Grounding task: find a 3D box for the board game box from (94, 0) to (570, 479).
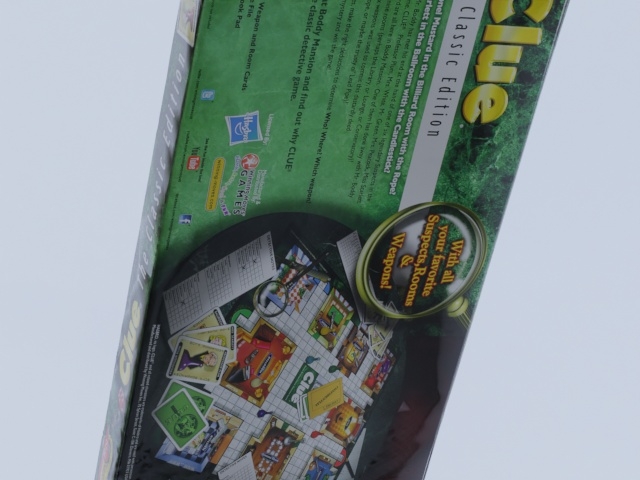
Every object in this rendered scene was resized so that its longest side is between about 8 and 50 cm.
[{"bbox_3d":[0.000,0.000,0.669,0.136,0.259,0.030,2,-147,-19],"label":"board game box"}]
